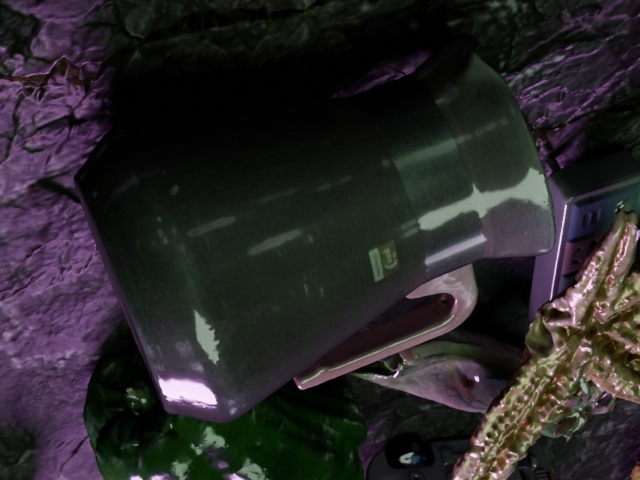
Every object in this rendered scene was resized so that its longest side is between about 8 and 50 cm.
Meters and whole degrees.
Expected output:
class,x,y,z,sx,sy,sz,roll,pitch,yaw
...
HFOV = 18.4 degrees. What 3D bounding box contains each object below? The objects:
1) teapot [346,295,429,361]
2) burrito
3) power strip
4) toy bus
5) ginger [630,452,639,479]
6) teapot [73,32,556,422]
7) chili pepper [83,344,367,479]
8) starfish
class,x,y,z,sx,sy,sz,roll,pitch,yaw
teapot,0.034,0.036,1.786,0.096,0.087,0.177,10,132,-24
burrito,0.163,0.133,1.958,0.309,0.066,0.096,17,130,-32
power strip,0.273,-0.001,1.867,0.145,0.061,0.215,-15,141,-16
toy bus,0.139,0.290,2.083,0.210,0.126,0.136,-3,146,-19
ginger,0.412,0.264,2.175,0.157,0.102,0.216,-26,140,-3
teapot,0.000,0.000,1.611,0.344,0.253,0.300,-21,135,-6
chili pepper,-0.064,0.229,1.897,0.213,0.167,0.385,-32,139,17
starfish,0.289,0.108,1.882,0.324,0.082,0.432,-3,131,-32
